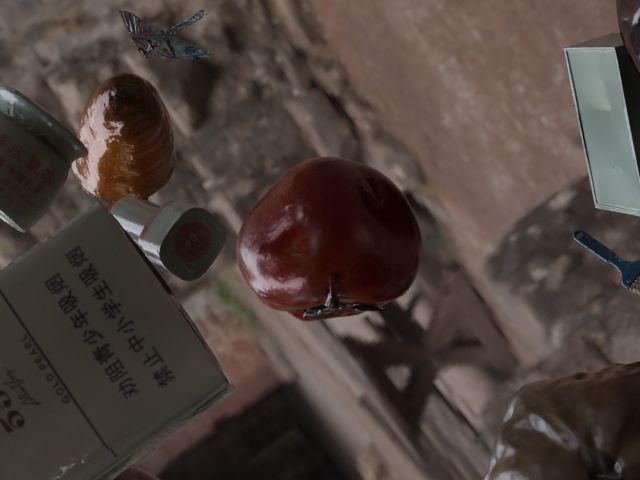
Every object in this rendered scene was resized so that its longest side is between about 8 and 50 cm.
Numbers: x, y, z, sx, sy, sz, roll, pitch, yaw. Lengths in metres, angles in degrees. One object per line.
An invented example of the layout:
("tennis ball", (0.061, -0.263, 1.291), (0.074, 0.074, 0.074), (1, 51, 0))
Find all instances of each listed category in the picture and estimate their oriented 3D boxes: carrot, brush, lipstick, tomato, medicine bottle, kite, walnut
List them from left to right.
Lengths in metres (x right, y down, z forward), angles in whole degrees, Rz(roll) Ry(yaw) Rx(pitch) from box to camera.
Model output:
("medicine bottle", (-0.389, -0.105, 1.945), (0.147, 0.143, 0.147), (36, 171, 7))
("carrot", (-0.286, -0.162, 2.207), (0.159, 0.159, 0.225), (52, 163, 14))
("lipstick", (-0.153, -0.012, 1.397), (0.057, 0.063, 0.186), (40, 170, -29))
("kite", (-0.193, -0.262, 1.930), (0.137, 0.005, 0.152), (23, 149, -23))
("tomato", (0.000, 0.000, 1.450), (0.187, 0.187, 0.151), (122, 139, -83))
("walnut", (0.262, 0.228, 1.372), (0.227, 0.273, 0.273), (19, 161, 17))
("brush", (0.469, 0.031, 2.443), (0.164, 0.051, 0.014), (39, 177, 28))

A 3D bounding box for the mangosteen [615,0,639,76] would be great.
("mangosteen", (0.523, -0.311, 1.780), (0.381, 0.381, 0.421), (62, -168, -51))

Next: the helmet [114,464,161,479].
("helmet", (-0.265, 0.367, 1.890), (0.253, 0.198, 0.154), (22, 162, 13))

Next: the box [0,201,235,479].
("box", (-0.210, 0.113, 1.081), (0.168, 0.259, 0.071), (54, 177, 11))

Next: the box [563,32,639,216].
("box", (0.406, -0.155, 2.003), (0.129, 0.086, 0.225), (-162, 56, -68))
